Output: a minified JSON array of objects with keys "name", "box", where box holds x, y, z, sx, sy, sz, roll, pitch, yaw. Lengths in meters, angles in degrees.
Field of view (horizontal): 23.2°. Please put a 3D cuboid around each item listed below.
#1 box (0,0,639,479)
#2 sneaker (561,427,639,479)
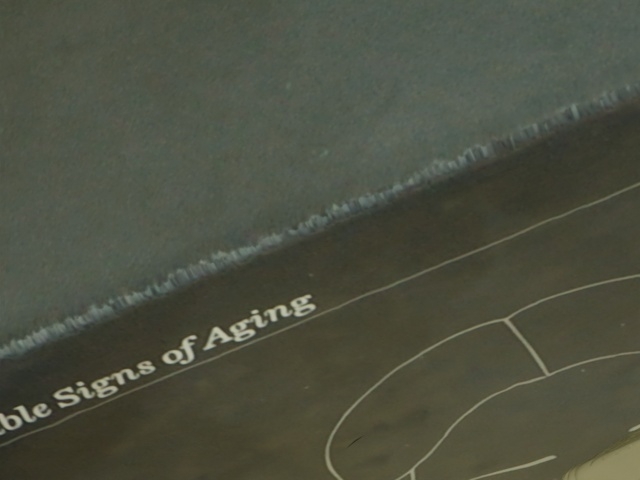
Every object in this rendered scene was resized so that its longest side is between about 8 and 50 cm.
[{"name":"box","box":[0.000,0.000,0.719,0.472,0.480,0.297,48,22,-57]},{"name":"sneaker","box":[0.115,0.061,0.323,0.058,0.152,0.084,-23,78,-33]}]
